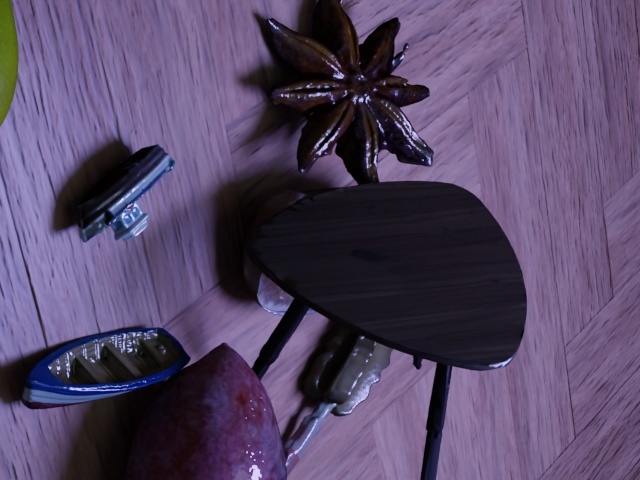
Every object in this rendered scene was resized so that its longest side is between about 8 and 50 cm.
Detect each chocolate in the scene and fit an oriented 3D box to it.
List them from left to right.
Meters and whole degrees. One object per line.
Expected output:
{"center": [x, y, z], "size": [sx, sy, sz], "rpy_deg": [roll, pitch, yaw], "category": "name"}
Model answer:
{"center": [-0.002, 0.001, 2.132], "size": [0.254, 0.080, 0.156], "rpy_deg": [-2, 116, -49], "category": "chocolate"}

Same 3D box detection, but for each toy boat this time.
{"center": [-0.227, 0.135, 1.863], "size": [0.229, 0.080, 0.046], "rpy_deg": [-15, 144, -53], "category": "toy boat"}
{"center": [-0.200, -0.040, 1.859], "size": [0.140, 0.059, 0.066], "rpy_deg": [-45, 114, -37], "category": "toy boat"}

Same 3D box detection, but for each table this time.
{"center": [0.075, 0.130, 2.012], "size": [0.317, 0.317, 0.249], "rpy_deg": [-35, 149, -46], "category": "table"}

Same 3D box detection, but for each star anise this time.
{"center": [0.019, -0.170, 2.117], "size": [0.272, 0.102, 0.271], "rpy_deg": [12, 69, -35], "category": "star anise"}

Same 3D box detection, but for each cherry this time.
{"center": [-0.118, 0.234, 1.942], "size": [0.192, 0.175, 0.249], "rpy_deg": [5, 92, -65], "category": "cherry"}

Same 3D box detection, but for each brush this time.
{"center": [-0.003, 0.215, 2.201], "size": [0.301, 0.071, 0.084], "rpy_deg": [-54, 141, -25], "category": "brush"}

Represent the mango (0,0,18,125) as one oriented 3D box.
{"center": [-0.345, -0.210, 1.551], "size": [0.175, 0.143, 0.293], "rpy_deg": [-25, 110, -63], "category": "mango"}
